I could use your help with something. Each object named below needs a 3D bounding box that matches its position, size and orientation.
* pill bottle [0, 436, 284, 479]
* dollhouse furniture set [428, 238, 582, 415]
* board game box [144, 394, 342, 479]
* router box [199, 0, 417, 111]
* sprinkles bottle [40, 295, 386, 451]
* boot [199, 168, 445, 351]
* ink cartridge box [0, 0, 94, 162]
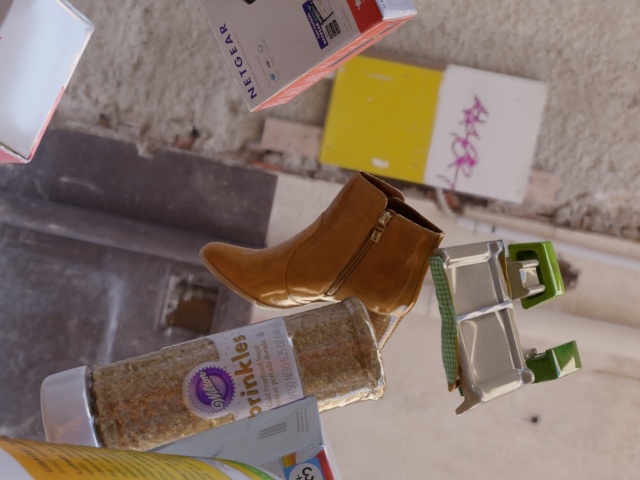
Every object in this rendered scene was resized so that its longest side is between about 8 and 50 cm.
[{"bbox_3d":[-0.105,0.139,0.328,0.245,0.136,0.136,25,74,-54],"label":"pill bottle"},{"bbox_3d":[0.193,0.110,1.235,0.301,0.151,0.198,-6,81,-51],"label":"dollhouse furniture set"},{"bbox_3d":[-0.025,0.271,0.654,0.144,0.142,0.275,-132,-157,-86],"label":"board game box"},{"bbox_3d":[-0.055,-0.399,1.361,0.082,0.301,0.335,-23,87,-45],"label":"router box"},{"bbox_3d":[-0.113,0.159,1.023,0.121,0.355,0.121,165,-90,-83],"label":"sprinkles bottle"},{"bbox_3d":[0.000,0.000,1.211,0.104,0.295,0.211,-17,133,-66],"label":"boot"},{"bbox_3d":[-0.451,-0.212,1.206,0.117,0.283,0.207,38,65,-46],"label":"ink cartridge box"}]
